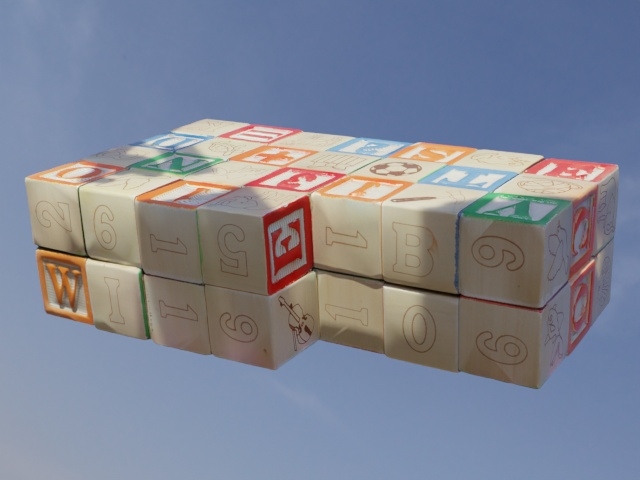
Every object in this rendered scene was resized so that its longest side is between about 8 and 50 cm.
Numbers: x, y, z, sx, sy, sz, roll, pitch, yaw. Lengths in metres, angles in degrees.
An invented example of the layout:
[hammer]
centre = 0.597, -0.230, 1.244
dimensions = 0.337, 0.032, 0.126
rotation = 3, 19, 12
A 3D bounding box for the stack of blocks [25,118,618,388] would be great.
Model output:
[stack of blocks]
centre = 0.000, 0.000, 0.546
dimensions = 0.297, 0.171, 0.087
rotation = 10, -68, 30
